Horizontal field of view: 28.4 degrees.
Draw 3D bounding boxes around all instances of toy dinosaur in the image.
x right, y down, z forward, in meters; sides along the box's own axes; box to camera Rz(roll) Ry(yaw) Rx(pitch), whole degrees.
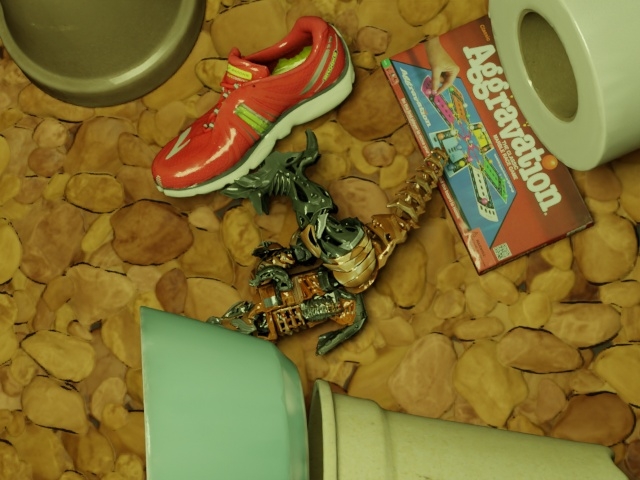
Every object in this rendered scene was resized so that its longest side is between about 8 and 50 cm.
[{"bbox_3d":[0.000,0.000,1.438,0.322,0.164,0.218,-37,90,-21],"label":"toy dinosaur"}]

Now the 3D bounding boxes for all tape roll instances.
[{"bbox_3d":[0.312,-0.217,1.360,0.169,0.246,0.246,-23,75,-9],"label":"tape roll"}]

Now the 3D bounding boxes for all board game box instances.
[{"bbox_3d":[0.192,-0.115,1.477,0.145,0.027,0.281,-24,76,0],"label":"board game box"}]

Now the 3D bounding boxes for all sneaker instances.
[{"bbox_3d":[-0.092,-0.164,1.464,0.279,0.118,0.107,-39,47,-8],"label":"sneaker"}]

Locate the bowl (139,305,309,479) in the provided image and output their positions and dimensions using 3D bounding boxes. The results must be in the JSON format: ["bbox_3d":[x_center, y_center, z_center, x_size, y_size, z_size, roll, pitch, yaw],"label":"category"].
[{"bbox_3d":[-0.102,0.219,1.313,0.163,0.311,0.311,-2,77,-7],"label":"bowl"}]

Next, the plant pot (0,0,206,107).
[{"bbox_3d":[-0.284,-0.313,1.477,0.263,0.229,0.263,-2,78,8],"label":"plant pot"}]

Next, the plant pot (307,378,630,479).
[{"bbox_3d":[0.140,0.311,1.259,0.305,0.334,0.334,3,78,-3],"label":"plant pot"}]
